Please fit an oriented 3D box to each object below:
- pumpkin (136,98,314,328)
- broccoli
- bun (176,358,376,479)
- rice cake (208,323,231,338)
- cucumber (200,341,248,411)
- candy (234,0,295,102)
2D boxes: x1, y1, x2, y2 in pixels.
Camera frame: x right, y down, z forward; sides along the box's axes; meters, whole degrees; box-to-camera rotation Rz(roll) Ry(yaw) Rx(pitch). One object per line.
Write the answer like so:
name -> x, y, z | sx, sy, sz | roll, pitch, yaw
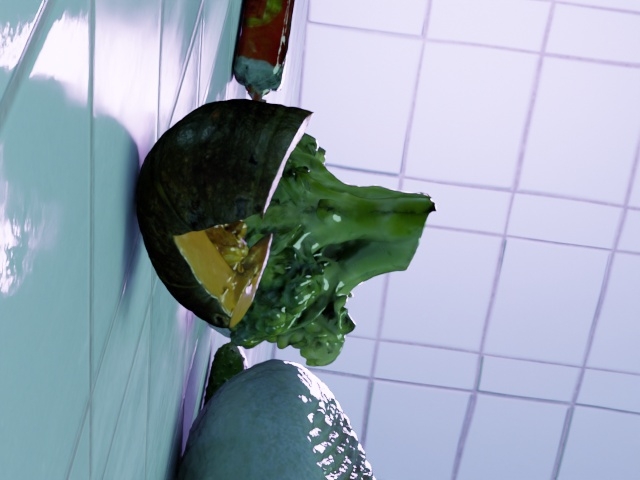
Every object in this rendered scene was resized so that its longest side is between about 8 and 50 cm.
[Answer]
pumpkin -> -0.079, -0.028, 1.228 | 0.119, 0.107, 0.183 | -70, 177, -50
broccoli -> 0.000, 0.000, 1.818 | 0.248, 0.245, 0.288 | 77, 22, -67
bun -> -0.044, 0.315, 1.885 | 0.362, 0.211, 0.362 | -18, 90, -77
rice cake -> -0.096, 0.065, 2.099 | 0.206, 0.069, 0.063 | -69, 170, -75
cucumber -> -0.117, 0.210, 2.102 | 0.069, 0.069, 0.227 | 96, -2, -48
candy -> -0.060, -0.253, 1.937 | 0.086, 0.059, 0.292 | 108, -9, -77
